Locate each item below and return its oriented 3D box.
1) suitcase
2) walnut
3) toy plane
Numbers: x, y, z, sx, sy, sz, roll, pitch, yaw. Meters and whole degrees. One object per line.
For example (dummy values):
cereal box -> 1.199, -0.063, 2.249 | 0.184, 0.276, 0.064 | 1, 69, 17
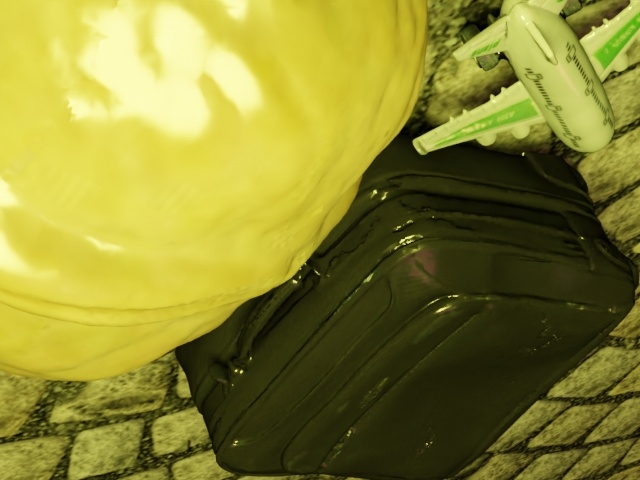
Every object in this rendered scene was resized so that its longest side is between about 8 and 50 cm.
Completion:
suitcase -> 0.068, 0.068, 1.222 | 0.339, 0.188, 0.345 | 8, 137, -37
walnut -> -0.128, -0.123, 0.660 | 0.381, 0.381, 0.381 | -18, 150, -11
toy plane -> 0.189, -0.141, 1.110 | 0.251, 0.101, 0.255 | -33, 154, 10
